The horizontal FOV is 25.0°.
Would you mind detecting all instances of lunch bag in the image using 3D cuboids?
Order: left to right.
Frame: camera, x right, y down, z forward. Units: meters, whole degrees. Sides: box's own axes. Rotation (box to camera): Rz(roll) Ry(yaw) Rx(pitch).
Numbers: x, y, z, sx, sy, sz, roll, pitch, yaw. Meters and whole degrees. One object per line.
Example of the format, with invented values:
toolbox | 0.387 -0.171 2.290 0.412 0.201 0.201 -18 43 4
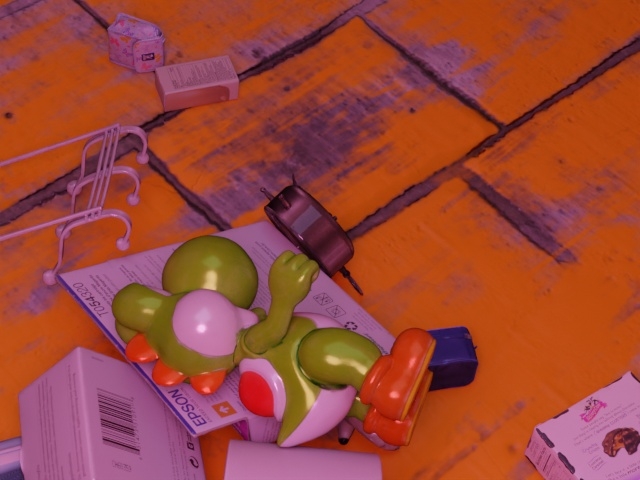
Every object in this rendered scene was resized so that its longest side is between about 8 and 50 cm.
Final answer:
lunch bag | -0.273 -0.292 2.161 0.083 0.071 0.053 19 54 7
lunch bag | 0.156 0.148 1.857 0.099 0.067 0.065 -6 53 -13

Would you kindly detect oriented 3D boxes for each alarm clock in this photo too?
alarm clock | 0.000 0.000 1.916 0.064 0.129 0.192 -40 107 -8

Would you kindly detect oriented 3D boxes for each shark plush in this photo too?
shark plush | 0.050 0.200 1.832 0.067 0.073 0.161 11 30 -30

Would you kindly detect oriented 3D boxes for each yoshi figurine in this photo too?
yoshi figurine | -0.047 0.091 1.618 0.362 0.203 0.203 17 16 10

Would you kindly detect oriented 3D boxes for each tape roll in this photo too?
tape roll | -0.030 0.344 1.565 0.169 0.246 0.246 5 51 -3

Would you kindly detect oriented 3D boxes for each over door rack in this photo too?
over door rack | -0.392 -0.042 1.898 0.324 0.108 0.239 -7 32 4

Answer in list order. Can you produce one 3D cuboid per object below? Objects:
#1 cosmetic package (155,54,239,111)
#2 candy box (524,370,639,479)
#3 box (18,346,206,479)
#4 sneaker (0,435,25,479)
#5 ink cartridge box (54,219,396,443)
cosmetic package | -0.184 -0.233 2.143 0.115 0.041 0.060 -11 54 -15
candy box | 0.377 0.281 1.774 0.165 0.070 0.196 -26 59 -24
box | -0.235 0.245 1.649 0.182 0.119 0.181 26 38 -41
sneaker | -0.484 0.246 1.670 0.319 0.127 0.208 -18 57 -21
ink cartridge box | -0.109 0.115 1.776 0.330 0.071 0.324 -16 43 -34
